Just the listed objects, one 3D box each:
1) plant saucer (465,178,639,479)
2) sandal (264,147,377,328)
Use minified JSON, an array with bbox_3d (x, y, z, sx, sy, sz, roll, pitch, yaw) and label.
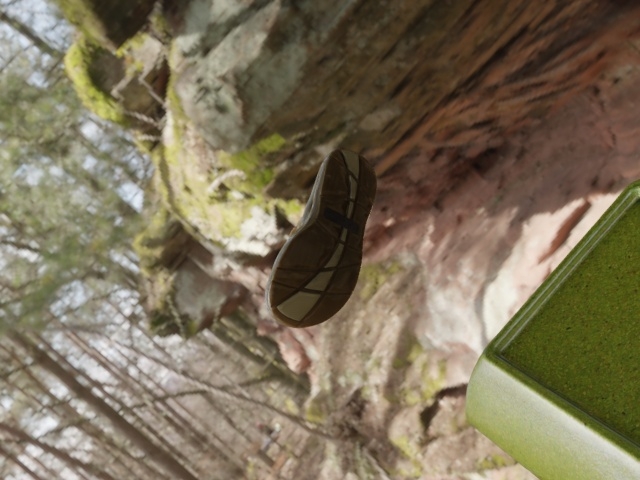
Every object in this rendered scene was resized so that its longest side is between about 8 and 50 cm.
[{"bbox_3d":[0.167,0.043,0.411,0.188,0.045,0.188,-48,26,-5],"label":"plant saucer"},{"bbox_3d":[0.000,0.000,0.724,0.049,0.072,0.180,-32,32,52],"label":"sandal"}]
